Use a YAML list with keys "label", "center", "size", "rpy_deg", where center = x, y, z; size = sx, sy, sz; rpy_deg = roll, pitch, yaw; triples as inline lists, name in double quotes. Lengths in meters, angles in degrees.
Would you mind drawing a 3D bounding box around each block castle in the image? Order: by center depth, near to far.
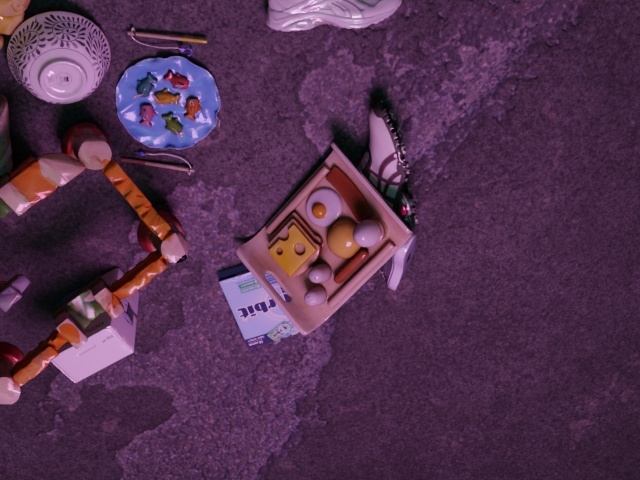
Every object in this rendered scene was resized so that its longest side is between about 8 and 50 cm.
- label: "block castle"
  center: [-0.485, 0.033, 1.614]
  size: [0.453, 0.213, 0.303]
  rpy_deg: [-41, 112, -8]

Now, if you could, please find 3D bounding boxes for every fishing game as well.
- label: "fishing game"
  center: [-0.268, -0.236, 1.634]
  size: [0.189, 0.041, 0.264]
  rpy_deg: [9, 121, -11]

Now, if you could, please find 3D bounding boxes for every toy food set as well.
- label: "toy food set"
  center: [0.000, 0.000, 1.715]
  size: [0.220, 0.092, 0.306]
  rpy_deg: [49, 115, 11]

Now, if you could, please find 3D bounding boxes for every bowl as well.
- label: "bowl"
  center: [-0.429, -0.285, 1.532]
  size: [0.170, 0.080, 0.170]
  rpy_deg: [-11, 133, -12]

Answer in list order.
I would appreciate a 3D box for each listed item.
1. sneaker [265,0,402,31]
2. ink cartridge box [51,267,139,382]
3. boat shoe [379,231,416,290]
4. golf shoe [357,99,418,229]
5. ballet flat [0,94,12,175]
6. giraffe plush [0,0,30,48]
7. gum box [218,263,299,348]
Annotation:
- label: "sneaker"
  center: [0.021, -0.413, 1.535]
  size: [0.232, 0.090, 0.115]
  rpy_deg: [-7, 120, -5]
- label: "ink cartridge box"
  center: [-0.430, 0.160, 1.771]
  size: [0.139, 0.191, 0.082]
  rpy_deg: [-28, 124, 11]
- label: "boat shoe"
  center: [0.136, 0.030, 1.808]
  size: [0.076, 0.080, 0.228]
  rpy_deg: [27, 164, 11]
- label: "golf shoe"
  center: [0.108, -0.126, 1.723]
  size: [0.120, 0.105, 0.273]
  rpy_deg: [-10, 123, 4]
- label: "ballet flat"
  center: [-0.612, -0.129, 1.629]
  size: [0.316, 0.107, 0.106]
  rpy_deg: [-41, 139, 23]
- label: "giraffe plush"
  center: [-0.585, -0.381, 1.435]
  size: [0.181, 0.210, 0.170]
  rpy_deg: [-43, 90, 22]
- label: "gum box"
  center: [-0.104, 0.121, 1.885]
  size: [0.157, 0.041, 0.184]
  rpy_deg: [-18, 122, 3]
